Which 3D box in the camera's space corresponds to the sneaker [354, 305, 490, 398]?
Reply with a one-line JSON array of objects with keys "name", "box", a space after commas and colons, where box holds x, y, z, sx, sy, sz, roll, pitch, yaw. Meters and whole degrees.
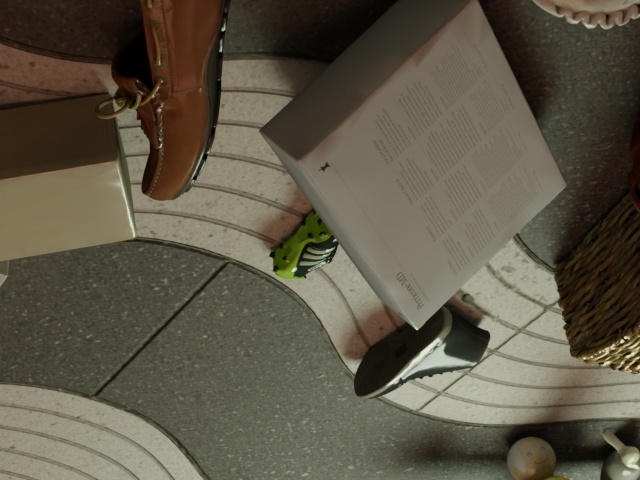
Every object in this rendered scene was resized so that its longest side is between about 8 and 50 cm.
[{"name": "sneaker", "box": [0.159, 0.195, 2.237, 0.118, 0.083, 0.222, 26, 129, -34]}]

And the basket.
[{"name": "basket", "box": [0.512, 0.064, 2.031, 0.223, 0.213, 0.299, 15, 136, -24]}]

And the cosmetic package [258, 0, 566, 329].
[{"name": "cosmetic package", "box": [0.127, -0.100, 1.770, 0.284, 0.097, 0.377, -45, 137, -9]}]

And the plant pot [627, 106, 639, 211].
[{"name": "plant pot", "box": [0.552, -0.107, 1.817, 0.265, 0.272, 0.272, 12, 138, -9]}]

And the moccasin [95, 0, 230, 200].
[{"name": "moccasin", "box": [-0.187, -0.201, 1.665, 0.147, 0.139, 0.380, 2, 139, -9]}]

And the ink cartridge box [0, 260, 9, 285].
[{"name": "ink cartridge box", "box": [-0.518, 0.065, 1.994, 0.104, 0.061, 0.181, 19, 134, -27]}]

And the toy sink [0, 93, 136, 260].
[{"name": "toy sink", "box": [-0.362, -0.078, 1.794, 0.234, 0.131, 0.152, -10, 140, -4]}]

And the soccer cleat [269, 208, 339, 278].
[{"name": "soccer cleat", "box": [0.000, 0.000, 2.005, 0.072, 0.060, 0.179, 12, 144, -35]}]

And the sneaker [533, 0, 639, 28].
[{"name": "sneaker", "box": [0.373, -0.315, 1.651, 0.292, 0.110, 0.118, -4, 133, -16]}]

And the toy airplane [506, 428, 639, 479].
[{"name": "toy airplane", "box": [0.398, 0.476, 2.515, 0.384, 0.272, 0.386, -21, 176, 32]}]
